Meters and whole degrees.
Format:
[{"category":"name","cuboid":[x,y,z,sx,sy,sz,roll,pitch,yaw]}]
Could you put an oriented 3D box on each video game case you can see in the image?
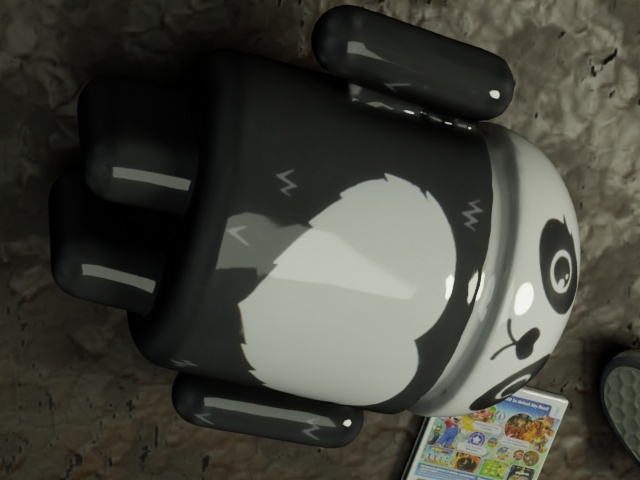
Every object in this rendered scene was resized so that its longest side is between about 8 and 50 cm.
[{"category":"video game case","cuboid":[0.097,0.145,0.972,0.087,0.011,0.122,16,103,-19]}]

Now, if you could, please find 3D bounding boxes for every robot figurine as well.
[{"category":"robot figurine","cuboid":[0.001,0.000,0.808,0.278,0.209,0.174,14,66,-18]}]

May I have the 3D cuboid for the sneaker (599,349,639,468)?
[{"category":"sneaker","cuboid":[0.301,0.116,0.981,0.226,0.163,0.086,33,132,15]}]
